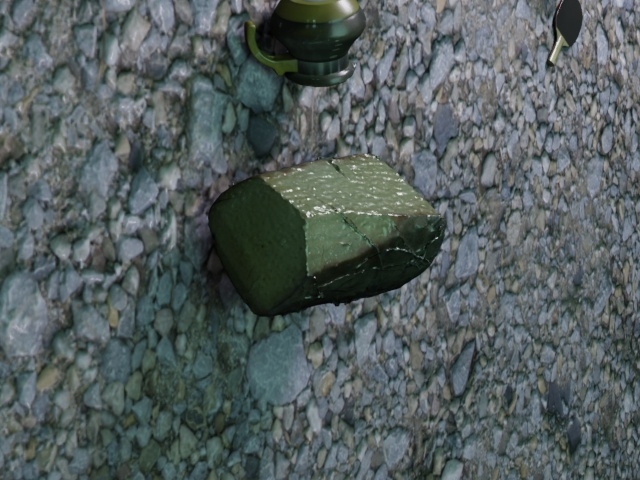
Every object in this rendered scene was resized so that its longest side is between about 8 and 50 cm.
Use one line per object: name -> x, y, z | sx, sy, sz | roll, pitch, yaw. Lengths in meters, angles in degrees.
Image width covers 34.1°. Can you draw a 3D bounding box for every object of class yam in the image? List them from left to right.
yam -> -0.004, 0.002, 1.391 | 0.271, 0.202, 0.201 | -6, 136, -51

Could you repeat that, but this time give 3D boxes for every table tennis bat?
table tennis bat -> 0.459, -0.394, 1.963 | 0.087, 0.013, 0.157 | 46, 62, -41

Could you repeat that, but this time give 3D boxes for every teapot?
teapot -> -0.020, -0.273, 1.403 | 0.165, 0.130, 0.119 | -11, 124, -13
